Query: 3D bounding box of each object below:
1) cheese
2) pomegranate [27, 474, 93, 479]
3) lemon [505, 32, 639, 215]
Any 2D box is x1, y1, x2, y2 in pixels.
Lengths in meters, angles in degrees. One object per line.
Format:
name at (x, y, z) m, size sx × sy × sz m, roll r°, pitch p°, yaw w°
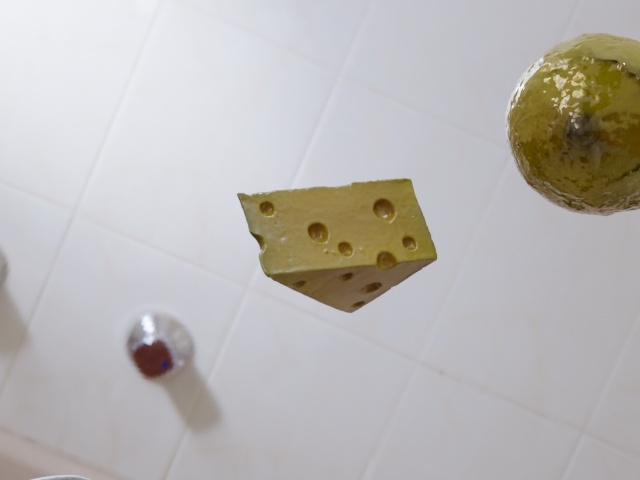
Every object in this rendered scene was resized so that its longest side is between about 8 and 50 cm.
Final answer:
cheese at (0.000, 0.000, 1.169) m, size 0.171 × 0.126 × 0.093 m, roll 8°, pitch 56°, yaw -45°
pomegranate at (-0.285, 0.359, 1.338) m, size 0.187 × 0.187 × 0.225 m, roll 21°, pitch 11°, yaw -23°
lemon at (0.264, -0.107, 1.175) m, size 0.193 × 0.181 × 0.180 m, roll 29°, pitch 1°, yaw -44°
